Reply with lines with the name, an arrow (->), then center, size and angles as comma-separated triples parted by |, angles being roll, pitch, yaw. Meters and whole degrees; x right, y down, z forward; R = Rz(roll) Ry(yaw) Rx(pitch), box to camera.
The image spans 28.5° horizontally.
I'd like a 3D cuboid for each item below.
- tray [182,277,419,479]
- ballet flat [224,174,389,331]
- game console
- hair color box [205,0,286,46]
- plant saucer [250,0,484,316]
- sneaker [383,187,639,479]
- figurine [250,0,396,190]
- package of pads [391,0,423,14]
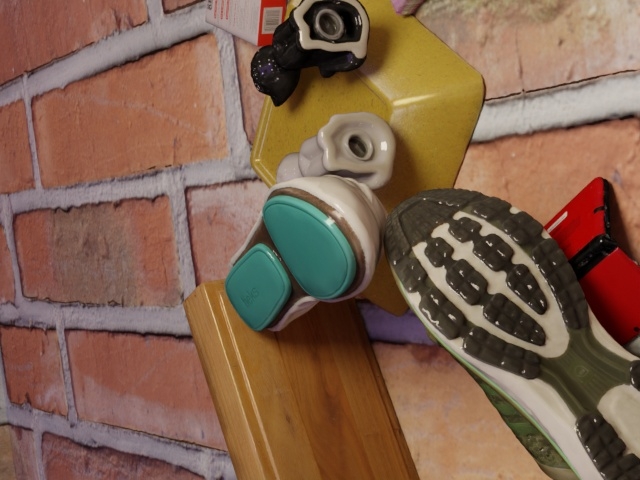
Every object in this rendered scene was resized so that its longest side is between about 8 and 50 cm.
tray -> -0.005, 0.234, 1.505 | 0.076, 0.202, 0.411 | -41, 63, 53
ballet flat -> 0.000, 0.000, 1.327 | 0.400, 0.139, 0.139 | 139, 117, -68
game console -> 0.264, 0.032, 1.217 | 0.144, 0.085, 0.124 | 129, 156, -49
hair color box -> -0.100, -0.309, 1.672 | 0.141, 0.043, 0.072 | 34, 125, 48
plant saucer -> 0.024, -0.127, 1.490 | 0.333, 0.081, 0.333 | 51, 136, 40
sneaker -> 0.194, 0.131, 1.184 | 0.410, 0.158, 0.182 | 50, 155, 18
figurine -> -0.011, -0.142, 1.402 | 0.209, 0.092, 0.215 | -21, 80, 65
package of pads -> 0.092, -0.297, 1.389 | 0.050, 0.032, 0.083 | -39, 65, 50
